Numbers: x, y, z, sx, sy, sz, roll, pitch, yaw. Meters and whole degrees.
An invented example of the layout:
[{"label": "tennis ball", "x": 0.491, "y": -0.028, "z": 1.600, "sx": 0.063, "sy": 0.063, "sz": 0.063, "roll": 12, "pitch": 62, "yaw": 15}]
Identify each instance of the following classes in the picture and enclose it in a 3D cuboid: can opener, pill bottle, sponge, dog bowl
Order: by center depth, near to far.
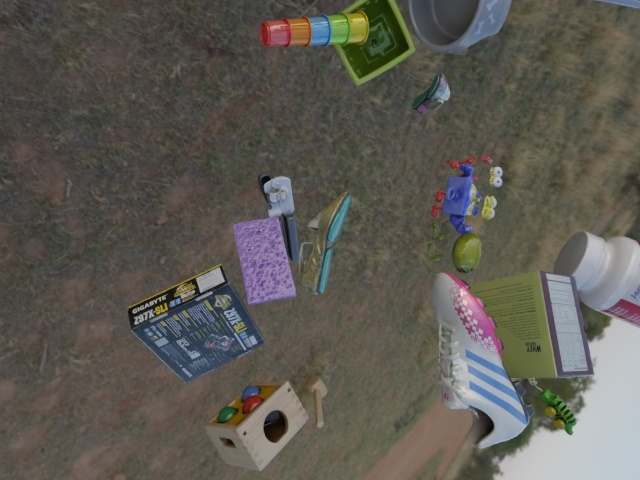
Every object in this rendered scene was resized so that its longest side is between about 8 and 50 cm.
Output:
[{"label": "sponge", "x": -0.139, "y": 0.048, "z": 1.084, "sx": 0.117, "sy": 0.210, "sz": 0.031, "roll": -11, "pitch": 161, "yaw": -10}, {"label": "can opener", "x": -0.107, "y": -0.058, "z": 1.211, "sx": 0.074, "sy": 0.093, "sz": 0.281, "roll": -19, "pitch": 125, "yaw": -16}, {"label": "pill bottle", "x": 0.912, "y": 0.129, "z": 1.263, "sx": 0.229, "sy": 0.407, "sz": 0.229, "roll": 23, "pitch": 90, "yaw": -83}, {"label": "dog bowl", "x": 0.400, "y": -0.740, "z": 1.327, "sx": 0.102, "sy": 0.349, "sz": 0.349, "roll": -18, "pitch": 135, "yaw": -27}]

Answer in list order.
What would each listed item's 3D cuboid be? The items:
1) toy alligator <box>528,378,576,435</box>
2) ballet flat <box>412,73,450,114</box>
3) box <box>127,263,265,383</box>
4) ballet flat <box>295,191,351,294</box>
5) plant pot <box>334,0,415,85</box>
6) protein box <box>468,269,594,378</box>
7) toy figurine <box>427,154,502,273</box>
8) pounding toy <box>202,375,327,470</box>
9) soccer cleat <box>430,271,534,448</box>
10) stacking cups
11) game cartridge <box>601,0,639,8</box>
[{"label": "toy alligator", "x": 0.651, "y": 0.453, "z": 1.219, "sx": 0.056, "sy": 0.190, "sz": 0.051, "roll": -28, "pitch": 170, "yaw": -34}, {"label": "ballet flat", "x": 0.379, "y": -0.479, "z": 1.459, "sx": 0.221, "sy": 0.079, "sz": 0.077, "roll": 144, "pitch": -34, "yaw": -77}, {"label": "box", "x": -0.317, "y": 0.235, "z": 1.186, "sx": 0.257, "sy": 0.079, "sz": 0.322, "roll": -27, "pitch": 139, "yaw": -9}, {"label": "ballet flat", "x": 0.000, "y": 0.000, "z": 1.421, "sx": 0.123, "sy": 0.123, "sz": 0.349, "roll": 10, "pitch": 97, "yaw": -57}, {"label": "plant pot", "x": 0.179, "y": -0.685, "z": 1.495, "sx": 0.228, "sy": 0.227, "sz": 0.207, "roll": -24, "pitch": -165, "yaw": 21}, {"label": "protein box", "x": 0.428, "y": 0.187, "z": 0.934, "sx": 0.135, "sy": 0.199, "sz": 0.201, "roll": 9, "pitch": 70, "yaw": -31}, {"label": "toy figurine", "x": 0.386, "y": -0.096, "z": 1.295, "sx": 0.217, "sy": 0.191, "sz": 0.363, "roll": 11, "pitch": 93, "yaw": -55}, {"label": "pounding toy", "x": -0.077, "y": 0.297, "z": 0.794, "sx": 0.181, "sy": 0.094, "sz": 0.206, "roll": -23, "pitch": -171, "yaw": 47}, {"label": "soccer cleat", "x": 0.269, "y": 0.226, "z": 0.825, "sx": 0.143, "sy": 0.331, "sz": 0.116, "roll": -26, "pitch": 176, "yaw": -11}, {"label": "stacking cups", "x": -0.013, "y": -0.599, "z": 1.250, "sx": 0.316, "sy": 0.096, "sz": 0.096, "roll": -16, "pitch": 134, "yaw": -28}, {"label": "game cartridge", "x": 0.331, "y": -0.394, "z": 0.610, "sx": 0.297, "sy": 0.198, "sz": 0.062, "roll": -8, "pitch": 143, "yaw": -26}]
